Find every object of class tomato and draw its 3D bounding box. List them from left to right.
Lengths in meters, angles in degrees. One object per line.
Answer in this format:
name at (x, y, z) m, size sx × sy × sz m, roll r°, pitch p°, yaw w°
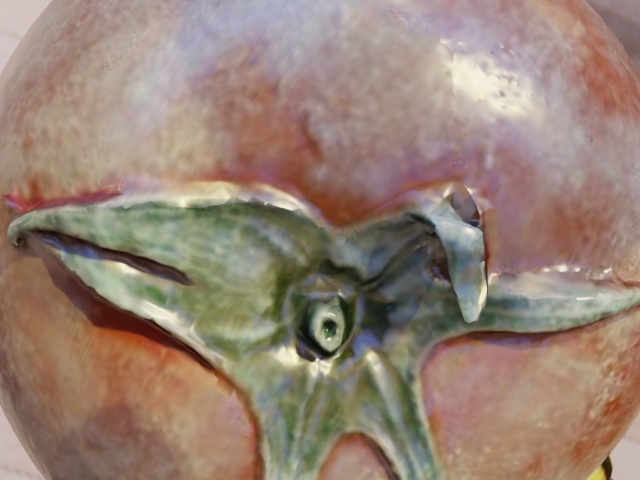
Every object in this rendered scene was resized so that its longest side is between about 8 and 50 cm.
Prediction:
tomato at (0.000, 0.000, 0.645) m, size 0.317 × 0.316 × 0.282 m, roll 31°, pitch 10°, yaw -12°

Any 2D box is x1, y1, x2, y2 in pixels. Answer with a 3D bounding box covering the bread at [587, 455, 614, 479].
bread at (0.118, 0.116, 0.910) m, size 0.198 × 0.236 × 0.263 m, roll -2°, pitch 27°, yaw -23°
